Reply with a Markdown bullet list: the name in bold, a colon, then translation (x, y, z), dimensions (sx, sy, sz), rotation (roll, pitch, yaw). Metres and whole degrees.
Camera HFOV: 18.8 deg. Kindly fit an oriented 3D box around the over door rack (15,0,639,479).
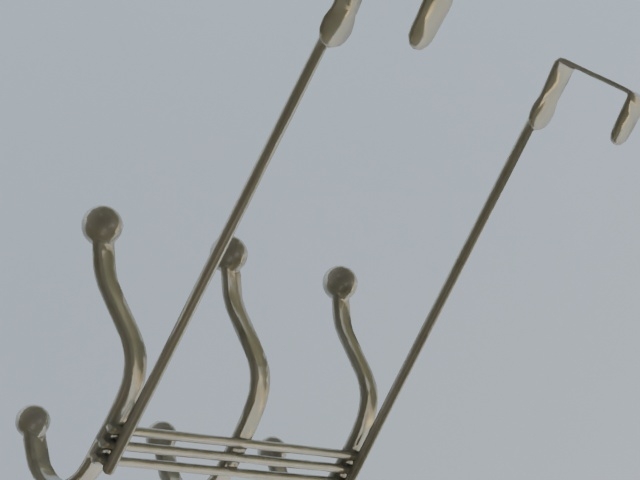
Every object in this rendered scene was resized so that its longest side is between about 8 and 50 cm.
- **over door rack**: translation (0.000, 0.000, 1.043), dimensions (0.108, 0.239, 0.324), rotation (46, -72, 31)
